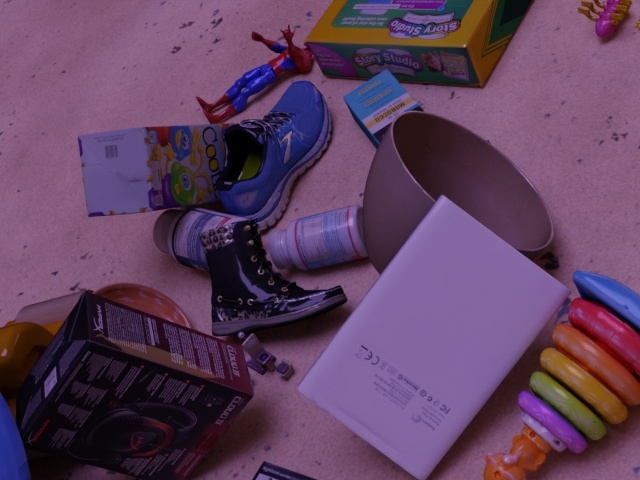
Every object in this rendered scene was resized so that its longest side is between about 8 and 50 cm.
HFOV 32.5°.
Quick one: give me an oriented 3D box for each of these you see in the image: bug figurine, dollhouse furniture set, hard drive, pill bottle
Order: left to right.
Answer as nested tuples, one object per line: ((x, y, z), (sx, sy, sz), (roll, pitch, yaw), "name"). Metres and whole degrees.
((-0.200, -0.001, 1.904), (0.180, 0.108, 0.108), (13, 58, 40), "pill bottle")
((-0.117, 0.201, 1.680), (0.091, 0.081, 0.114), (25, 66, 44), "dollhouse furniture set")
((0.000, 0.000, 1.799), (0.160, 0.087, 0.087), (-13, 45, 21), "pill bottle")
((0.147, 0.130, 1.447), (0.319, 0.210, 0.040), (-53, 2, 5), "hard drive")
((0.573, -0.418, 1.868), (0.279, 0.072, 0.216), (26, 73, 39), "bug figurine")

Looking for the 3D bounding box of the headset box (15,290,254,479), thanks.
((-0.254, 0.224, 1.572), (0.218, 0.293, 0.110), (-52, 33, 25), "headset box")

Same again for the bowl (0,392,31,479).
((-0.541, 0.366, 1.589), (0.077, 0.391, 0.391), (-6, 21, -43), "bowl")

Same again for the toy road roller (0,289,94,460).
((-0.469, 0.192, 1.780), (0.202, 0.240, 0.329), (-15, 44, 18), "toy road roller")

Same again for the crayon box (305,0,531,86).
((0.201, -0.444, 2.090), (0.363, 0.106, 0.313), (10, 58, 38), "crayon box")

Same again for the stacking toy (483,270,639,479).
((0.315, 0.205, 1.388), (0.175, 0.166, 0.302), (39, 88, 29), "stacking toy")

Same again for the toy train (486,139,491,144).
((0.237, -0.104, 1.804), (0.036, 0.027, 0.158), (5, 53, 48), "toy train")

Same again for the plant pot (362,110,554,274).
((0.171, -0.026, 1.621), (0.191, 0.284, 0.284), (-52, 32, 31), "plant pot")

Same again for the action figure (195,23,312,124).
((-0.127, -0.353, 2.182), (0.280, 0.139, 0.091), (-29, 43, -1), "action figure")

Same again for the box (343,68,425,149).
((0.133, -0.201, 1.931), (0.100, 0.060, 0.244), (-32, 41, 0), "box")

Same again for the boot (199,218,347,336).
((-0.084, 0.049, 1.740), (0.236, 0.085, 0.179), (-14, 85, 24), "boot")

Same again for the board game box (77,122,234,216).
((-0.275, -0.127, 1.934), (0.144, 0.142, 0.275), (-4, 5, 29), "board game box")

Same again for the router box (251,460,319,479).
((-0.035, 0.385, 1.483), (0.179, 0.046, 0.133), (11, 56, 37), "router box")

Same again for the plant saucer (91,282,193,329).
((-0.302, 0.159, 1.786), (0.037, 0.200, 0.200), (125, 158, -43), "plant saucer")

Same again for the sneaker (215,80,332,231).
((-0.087, -0.176, 1.975), (0.129, 0.147, 0.330), (2, 51, 32), "sneaker")
